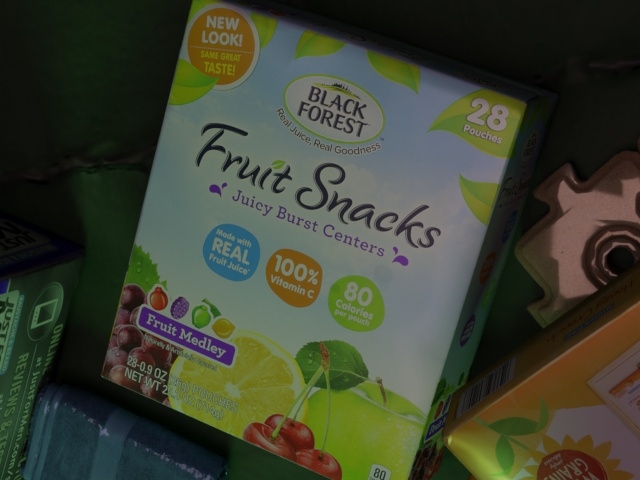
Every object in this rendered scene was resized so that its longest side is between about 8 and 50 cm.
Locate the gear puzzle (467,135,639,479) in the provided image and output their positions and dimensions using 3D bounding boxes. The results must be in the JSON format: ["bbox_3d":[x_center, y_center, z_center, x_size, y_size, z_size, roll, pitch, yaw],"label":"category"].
[{"bbox_3d":[0.180,0.018,0.635,0.339,0.044,0.175,-43,82,23],"label":"gear puzzle"}]

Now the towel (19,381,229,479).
[{"bbox_3d":[-0.109,0.127,0.782,0.119,0.029,0.067,23,107,18],"label":"towel"}]

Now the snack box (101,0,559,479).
[{"bbox_3d":[0.000,0.000,0.692,0.174,0.070,0.207,20,105,19],"label":"snack box"}]

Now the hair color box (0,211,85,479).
[{"bbox_3d":[-0.320,0.035,0.811,0.339,0.110,0.185,22,106,16],"label":"hair color box"}]

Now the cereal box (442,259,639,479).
[{"bbox_3d":[0.195,0.116,0.614,0.173,0.047,0.240,-38,101,24],"label":"cereal box"}]
